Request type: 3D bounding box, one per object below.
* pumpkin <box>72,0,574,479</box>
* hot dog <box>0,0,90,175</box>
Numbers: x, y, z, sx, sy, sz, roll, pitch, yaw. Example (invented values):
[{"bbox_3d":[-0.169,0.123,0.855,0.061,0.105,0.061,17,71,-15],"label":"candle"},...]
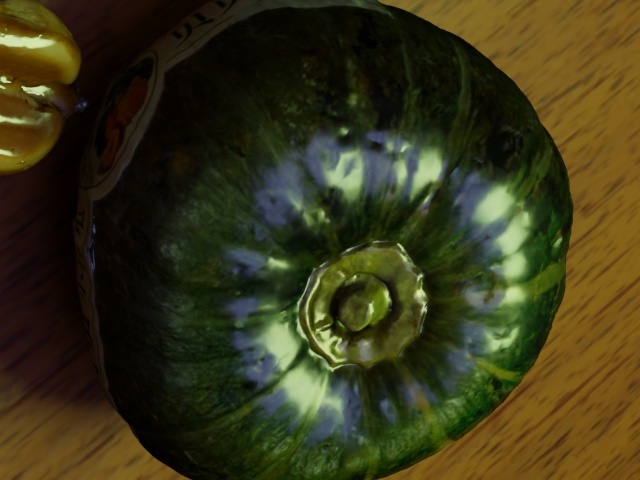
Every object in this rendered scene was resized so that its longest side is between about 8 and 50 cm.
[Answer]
[{"bbox_3d":[-0.001,-0.002,0.848,0.260,0.189,0.260,-4,111,-11],"label":"pumpkin"},{"bbox_3d":[-0.201,-0.085,0.726,0.235,0.062,0.092,16,100,-38],"label":"hot dog"}]
